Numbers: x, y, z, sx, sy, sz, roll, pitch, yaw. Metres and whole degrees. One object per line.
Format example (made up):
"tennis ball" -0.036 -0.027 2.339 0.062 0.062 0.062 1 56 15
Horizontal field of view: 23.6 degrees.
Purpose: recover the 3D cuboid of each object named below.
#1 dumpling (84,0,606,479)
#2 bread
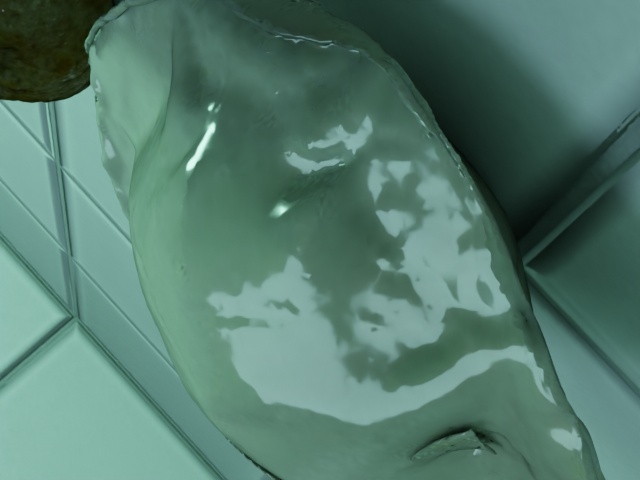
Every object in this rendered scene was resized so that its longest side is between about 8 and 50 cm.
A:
"dumpling" 0.002 0.002 0.741 0.341 0.181 0.260 -116 8 -48
"bread" -0.241 -0.184 1.036 0.230 0.123 0.230 43 166 13
